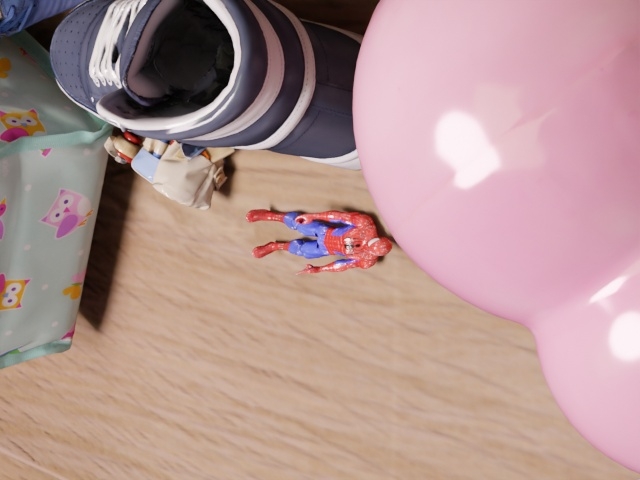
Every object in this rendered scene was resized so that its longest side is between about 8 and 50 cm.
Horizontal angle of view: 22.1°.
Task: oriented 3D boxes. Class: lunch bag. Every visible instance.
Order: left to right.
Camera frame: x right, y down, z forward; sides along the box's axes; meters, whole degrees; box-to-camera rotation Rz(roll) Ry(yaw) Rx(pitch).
[{"bbox_3d":[-0.277,-0.059,1.161,0.262,0.160,0.223,44,135,32],"label":"lunch bag"}]

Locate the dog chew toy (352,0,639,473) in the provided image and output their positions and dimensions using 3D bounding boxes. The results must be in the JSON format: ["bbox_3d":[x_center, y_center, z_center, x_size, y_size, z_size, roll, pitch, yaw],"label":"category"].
[{"bbox_3d":[0.163,0.005,0.685,0.332,0.207,0.206,54,138,4],"label":"dog chew toy"}]

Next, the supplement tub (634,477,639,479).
[{"bbox_3d":[0.167,0.289,0.767,0.228,0.228,0.316,-41,75,48],"label":"supplement tub"}]

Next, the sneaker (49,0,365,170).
[{"bbox_3d":[-0.096,-0.107,0.930,0.282,0.153,0.099,16,95,41],"label":"sneaker"}]

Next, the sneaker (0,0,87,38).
[{"bbox_3d":[-0.238,-0.139,1.046,0.081,0.211,0.080,65,152,16],"label":"sneaker"}]

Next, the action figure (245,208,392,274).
[{"bbox_3d":[0.000,0.000,0.984,0.115,0.030,0.038,4,104,45],"label":"action figure"}]

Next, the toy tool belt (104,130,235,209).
[{"bbox_3d":[-0.094,-0.060,1.053,0.083,0.052,0.051,35,99,29],"label":"toy tool belt"}]
